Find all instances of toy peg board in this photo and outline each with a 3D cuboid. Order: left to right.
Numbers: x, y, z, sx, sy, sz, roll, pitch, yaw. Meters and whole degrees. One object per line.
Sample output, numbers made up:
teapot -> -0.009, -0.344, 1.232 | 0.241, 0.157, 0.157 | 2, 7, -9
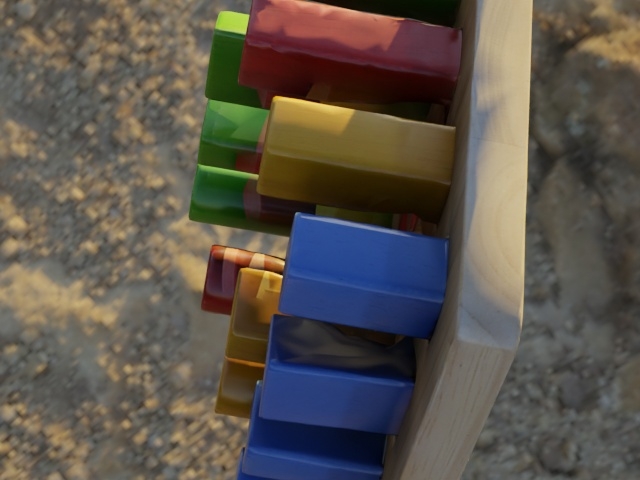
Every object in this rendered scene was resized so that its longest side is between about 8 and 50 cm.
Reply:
toy peg board -> 0.000, 0.000, 0.440 | 0.079, 0.161, 0.161 | 10, 52, -3
